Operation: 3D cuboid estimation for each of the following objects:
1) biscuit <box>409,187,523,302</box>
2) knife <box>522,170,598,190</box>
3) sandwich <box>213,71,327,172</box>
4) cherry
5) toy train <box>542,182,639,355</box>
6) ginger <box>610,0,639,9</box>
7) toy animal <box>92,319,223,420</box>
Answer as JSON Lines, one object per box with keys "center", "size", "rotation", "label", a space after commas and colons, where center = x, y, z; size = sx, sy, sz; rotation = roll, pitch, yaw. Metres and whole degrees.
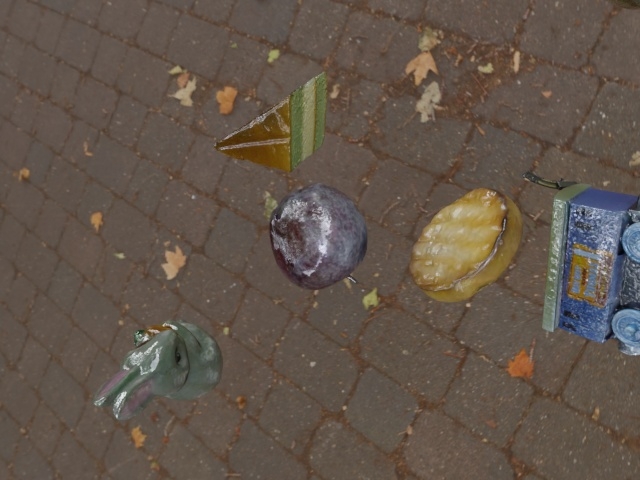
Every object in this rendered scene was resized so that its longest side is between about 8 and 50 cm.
{"center": [0.340, 0.013, 1.195], "size": [0.296, 0.102, 0.296], "rotation": [-43, 24, 25], "label": "biscuit"}
{"center": [0.490, -0.101, 0.988], "size": [0.021, 0.222, 0.045], "rotation": [131, 156, -65], "label": "knife"}
{"center": [-0.092, -0.215, 0.862], "size": [0.187, 0.117, 0.144], "rotation": [19, 132, 25], "label": "sandwich"}
{"center": [-0.002, -0.010, 0.920], "size": [0.195, 0.195, 0.195], "rotation": [-3, 84, 31], "label": "cherry"}
{"center": [0.502, 0.048, 0.885], "size": [0.202, 0.131, 0.299], "rotation": [20, 124, 46], "label": "toy train"}
{"center": [0.481, -0.308, 0.513], "size": [0.176, 0.375, 0.256], "rotation": [-39, 100, -14], "label": "ginger"}
{"center": [-0.220, 0.179, 0.722], "size": [0.127, 0.251, 0.125], "rotation": [0, 87, 2], "label": "toy animal"}
